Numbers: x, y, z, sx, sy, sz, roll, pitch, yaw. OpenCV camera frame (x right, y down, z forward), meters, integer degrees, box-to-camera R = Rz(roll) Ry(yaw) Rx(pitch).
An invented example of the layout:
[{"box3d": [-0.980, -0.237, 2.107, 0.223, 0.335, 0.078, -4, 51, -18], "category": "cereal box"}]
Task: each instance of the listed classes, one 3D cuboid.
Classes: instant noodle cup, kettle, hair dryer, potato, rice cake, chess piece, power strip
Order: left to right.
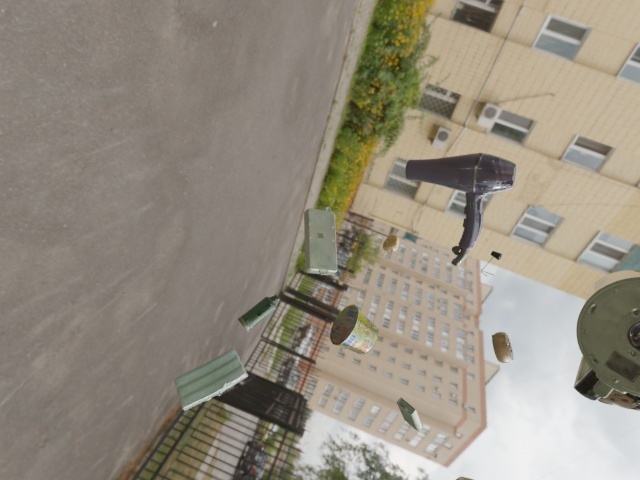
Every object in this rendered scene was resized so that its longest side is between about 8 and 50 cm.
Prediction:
[{"box3d": [-0.379, 0.478, 1.421, 0.236, 0.127, 0.043, -23, 148, -21], "category": "rice cake"}, {"box3d": [0.000, 0.000, 1.522, 0.046, 0.117, 0.271, 141, -49, -60], "category": "power strip"}, {"box3d": [0.159, 0.422, 1.899, 0.205, 0.153, 0.205, -44, -157, 25], "category": "instant noodle cup"}, {"box3d": [0.305, 0.015, 1.762, 0.062, 0.068, 0.083, 43, -56, 51], "category": "potato"}, {"box3d": [0.225, 0.441, 1.034, 0.019, 0.050, 0.136, -44, 134, -20], "category": "power strip"}, {"box3d": [0.408, -0.084, 1.238, 0.121, 0.300, 0.362, -40, 132, -54], "category": "hair dryer"}, {"box3d": [0.495, 0.291, 1.115, 0.083, 0.038, 0.084, 40, 40, -45], "category": "chess piece"}, {"box3d": [0.755, 0.244, 1.015, 0.376, 0.250, 0.362, -3, 118, -57], "category": "kettle"}]

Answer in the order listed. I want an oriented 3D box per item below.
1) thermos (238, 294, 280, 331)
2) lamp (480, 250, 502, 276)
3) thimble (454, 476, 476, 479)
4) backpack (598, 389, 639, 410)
[{"box3d": [-0.256, 0.298, 1.746, 0.187, 0.073, 0.083, -39, 153, -11], "category": "thermos"}, {"box3d": [0.732, 0.096, 1.765, 0.041, 0.054, 0.122, -18, 130, -40], "category": "lamp"}, {"box3d": [0.472, 0.846, 1.240, 0.229, 0.195, 0.148, -64, 178, -87], "category": "thimble"}, {"box3d": [0.993, 0.448, 1.372, 0.138, 0.229, 0.229, -20, 152, -22], "category": "backpack"}]
